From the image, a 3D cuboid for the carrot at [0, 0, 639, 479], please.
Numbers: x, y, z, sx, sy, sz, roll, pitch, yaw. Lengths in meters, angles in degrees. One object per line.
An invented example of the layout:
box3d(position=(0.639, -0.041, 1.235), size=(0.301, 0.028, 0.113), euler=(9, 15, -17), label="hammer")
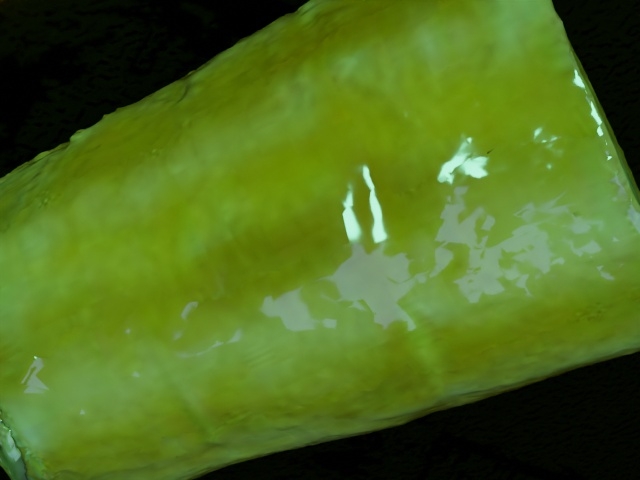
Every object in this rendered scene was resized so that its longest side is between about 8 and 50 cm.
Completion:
box3d(position=(0.000, 0.000, 0.524), size=(0.254, 0.196, 0.196), euler=(-23, 130, 9), label="carrot")
